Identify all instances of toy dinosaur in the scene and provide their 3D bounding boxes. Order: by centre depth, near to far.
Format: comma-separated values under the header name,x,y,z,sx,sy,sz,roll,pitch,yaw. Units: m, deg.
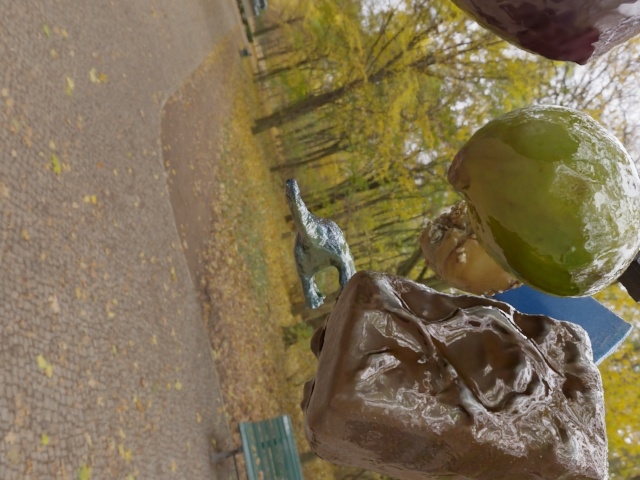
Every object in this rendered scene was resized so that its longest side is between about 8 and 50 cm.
name,x,y,z,sx,sy,sz,roll,pitch,yaw
toy dinosaur,0.002,0.011,0.704,0.363,0.076,0.147,14,62,-84

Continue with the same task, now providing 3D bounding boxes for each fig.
name,x,y,z,sx,sy,sz,roll,pitch,yaw
fig,0.175,-0.030,0.403,0.153,0.121,0.136,58,1,-3

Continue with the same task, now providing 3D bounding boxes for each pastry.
name,x,y,z,sx,sy,sz,roll,pitch,yaw
pastry,0.327,-0.007,1.056,0.311,0.255,0.162,-139,-153,-78

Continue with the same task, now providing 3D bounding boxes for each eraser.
name,x,y,z,sx,sy,sz,roll,pitch,yaw
eraser,0.488,0.139,1.147,0.312,0.144,0.042,44,-12,40

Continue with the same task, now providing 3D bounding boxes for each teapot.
name,x,y,z,sx,sy,sz,roll,pitch,yaw
teapot,0.830,0.079,1.369,0.177,0.087,0.096,54,-23,14

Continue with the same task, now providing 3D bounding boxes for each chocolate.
name,x,y,z,sx,sy,sz,roll,pitch,yaw
chocolate,0.096,0.104,0.404,0.093,0.214,0.148,104,1,-47

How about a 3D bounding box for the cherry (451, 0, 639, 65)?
name,x,y,z,sx,sy,sz,roll,pitch,yaw
cherry,0.136,-0.233,0.294,0.183,0.213,0.266,-112,-171,-82
